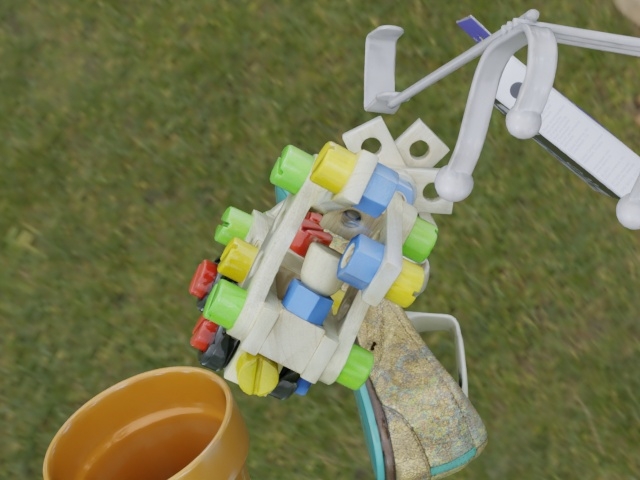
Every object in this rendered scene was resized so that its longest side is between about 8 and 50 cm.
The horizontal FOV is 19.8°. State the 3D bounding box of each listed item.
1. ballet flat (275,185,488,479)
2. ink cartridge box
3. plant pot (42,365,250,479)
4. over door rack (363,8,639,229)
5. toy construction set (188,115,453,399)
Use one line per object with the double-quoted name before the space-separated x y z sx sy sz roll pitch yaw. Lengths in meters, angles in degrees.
"ballet flat" 0.057 0.066 1.611 0.123 0.123 0.348 -30 50 10
"ink cartridge box" 0.194 -0.118 1.645 0.208 0.206 0.045 41 95 -2
"plant pot" -0.150 0.264 1.867 0.205 0.188 0.205 -18 31 11
"over door rack" 0.175 -0.063 1.081 0.239 0.324 0.108 8 93 -13
"toy construction set" 0.000 0.000 1.322 0.151 0.328 0.215 30 106 2
